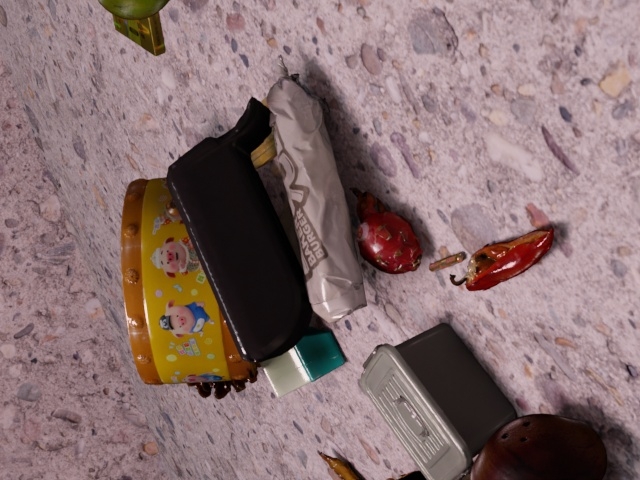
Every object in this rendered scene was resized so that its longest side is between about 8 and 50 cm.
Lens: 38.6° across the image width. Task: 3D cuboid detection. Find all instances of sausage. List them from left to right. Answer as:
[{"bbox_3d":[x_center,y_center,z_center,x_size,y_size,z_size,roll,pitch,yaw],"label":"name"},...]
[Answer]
[{"bbox_3d":[0.192,0.034,1.396,0.015,0.015,0.100,63,154,0],"label":"sausage"}]

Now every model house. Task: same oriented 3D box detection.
[{"bbox_3d":[-0.032,0.239,1.866,0.101,0.148,0.127,64,-163,1],"label":"model house"}]

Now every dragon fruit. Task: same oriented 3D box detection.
[{"bbox_3d":[0.088,-0.018,1.457,0.190,0.094,0.094,52,152,35],"label":"dragon fruit"}]

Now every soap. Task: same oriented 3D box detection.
[{"bbox_3d":[-0.085,-0.207,1.653,0.092,0.037,0.252,62,153,0],"label":"soap"}]

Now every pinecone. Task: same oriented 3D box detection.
[{"bbox_3d":[-0.234,0.288,2.202,0.207,0.207,0.208,42,146,37],"label":"pinecone"}]

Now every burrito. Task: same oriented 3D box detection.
[{"bbox_3d":[-0.009,-0.086,1.473,0.139,0.101,0.446,31,-135,-76],"label":"burrito"}]

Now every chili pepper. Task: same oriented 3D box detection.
[{"bbox_3d":[0.251,0.030,1.256,0.050,0.059,0.268,27,154,-14],"label":"chili pepper"}]

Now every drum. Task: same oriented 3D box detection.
[{"bbox_3d":[-0.249,0.073,1.799,0.431,0.214,0.431,175,90,-90],"label":"drum"}]

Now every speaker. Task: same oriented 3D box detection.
[{"bbox_3d":[-0.100,-0.012,1.487,0.388,0.184,0.180,66,-170,7],"label":"speaker"}]

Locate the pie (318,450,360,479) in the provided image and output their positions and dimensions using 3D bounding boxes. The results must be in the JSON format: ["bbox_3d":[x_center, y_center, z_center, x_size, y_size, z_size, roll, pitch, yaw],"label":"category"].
[{"bbox_3d":[0.072,0.540,2.049,0.191,0.033,0.088,35,157,41],"label":"pie"}]

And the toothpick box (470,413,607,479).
[{"bbox_3d":[0.333,0.388,1.278,0.192,0.192,0.294,2,120,60],"label":"toothpick box"}]

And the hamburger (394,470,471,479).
[{"bbox_3d":[0.165,0.477,1.541,0.227,0.295,0.152,-24,81,57],"label":"hamburger"}]

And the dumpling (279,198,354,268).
[{"bbox_3d":[-0.001,-0.004,1.594,0.166,0.216,0.126,-23,132,37],"label":"dumpling"}]

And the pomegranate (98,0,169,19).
[{"bbox_3d":[-0.368,-0.483,1.688,0.190,0.241,0.159,41,148,5],"label":"pomegranate"}]

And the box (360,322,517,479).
[{"bbox_3d":[0.192,0.258,1.466,0.243,0.135,0.163,53,151,21],"label":"box"}]

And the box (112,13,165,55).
[{"bbox_3d":[-0.403,-0.487,1.981,0.193,0.030,0.121,38,144,42],"label":"box"}]

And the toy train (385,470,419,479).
[{"bbox_3d":[0.168,0.559,1.820,0.177,0.116,0.285,67,157,20],"label":"toy train"}]
